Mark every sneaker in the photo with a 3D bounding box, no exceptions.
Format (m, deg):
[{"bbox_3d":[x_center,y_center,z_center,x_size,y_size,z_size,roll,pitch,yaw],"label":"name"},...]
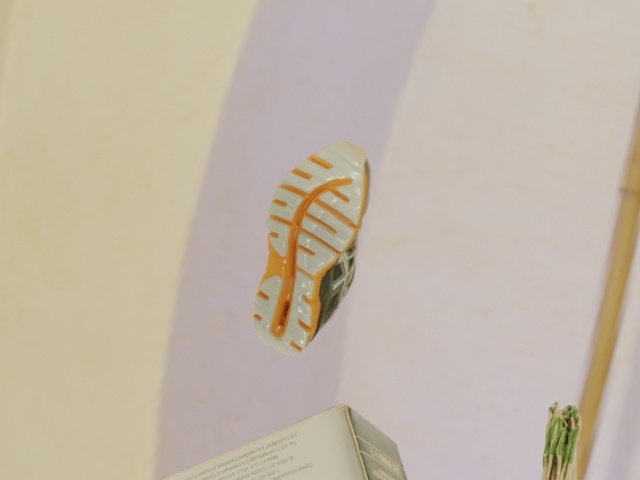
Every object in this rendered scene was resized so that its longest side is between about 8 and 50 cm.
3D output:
[{"bbox_3d":[0.000,0.000,1.554,0.083,0.084,0.214,-30,-32,-50],"label":"sneaker"}]

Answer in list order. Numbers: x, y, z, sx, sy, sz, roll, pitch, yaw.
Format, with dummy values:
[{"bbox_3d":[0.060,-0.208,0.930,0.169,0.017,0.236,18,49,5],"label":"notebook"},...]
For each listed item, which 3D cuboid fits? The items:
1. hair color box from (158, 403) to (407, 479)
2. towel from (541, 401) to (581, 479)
[{"bbox_3d":[0.004,0.300,1.114,0.105,0.174,0.347,44,-154,-58],"label":"hair color box"},{"bbox_3d":[0.254,0.357,1.883,0.325,0.038,0.247,-69,-21,-61],"label":"towel"}]
